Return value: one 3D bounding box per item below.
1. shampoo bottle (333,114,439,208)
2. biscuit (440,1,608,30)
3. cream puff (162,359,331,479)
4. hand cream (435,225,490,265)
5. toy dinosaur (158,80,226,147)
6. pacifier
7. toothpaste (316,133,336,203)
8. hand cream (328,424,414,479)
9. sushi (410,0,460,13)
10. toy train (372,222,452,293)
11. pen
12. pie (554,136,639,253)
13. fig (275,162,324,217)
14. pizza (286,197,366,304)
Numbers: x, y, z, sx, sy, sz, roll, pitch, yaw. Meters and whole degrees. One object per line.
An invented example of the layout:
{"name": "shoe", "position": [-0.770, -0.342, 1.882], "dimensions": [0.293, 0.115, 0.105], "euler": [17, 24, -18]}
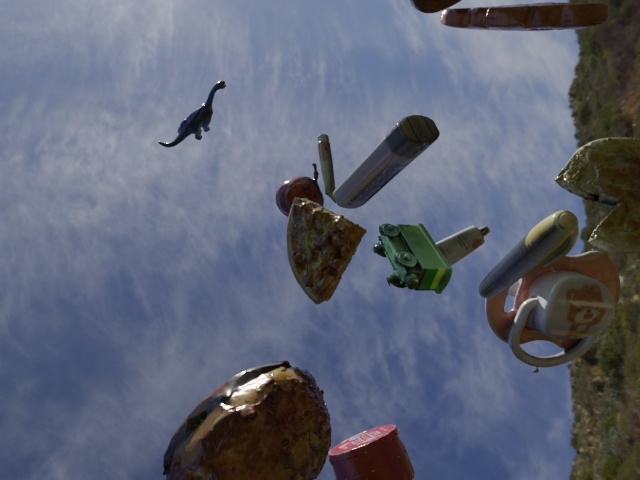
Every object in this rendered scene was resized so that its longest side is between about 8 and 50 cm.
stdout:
{"name": "shampoo bottle", "position": [0.107, -0.130, 0.736], "dimensions": [0.086, 0.227, 0.056], "euler": [-18, -103, -32]}
{"name": "biscuit", "position": [0.404, -0.433, 0.807], "dimensions": [0.306, 0.283, 0.043], "euler": [-33, -49, -42]}
{"name": "cream puff", "position": [-0.083, 0.276, 0.549], "dimensions": [0.240, 0.240, 0.164], "euler": [-12, -142, -37]}
{"name": "hand cream", "position": [0.493, 0.039, 1.591], "dimensions": [0.340, 0.078, 0.124], "euler": [-30, -99, -1]}
{"name": "toy dinosaur", "position": [-0.390, -0.377, 1.276], "dimensions": [0.247, 0.188, 0.075], "euler": [-38, -90, -17]}
{"name": "pacifier", "position": [0.507, 0.122, 0.934], "dimensions": [0.331, 0.220, 0.273], "euler": [6, -130, -13]}
{"name": "toothpaste", "position": [0.017, -0.191, 1.088], "dimensions": [0.056, 0.036, 0.205], "euler": [31, -137, -48]}
{"name": "hand cream", "position": [0.145, 0.644, 1.201], "dimensions": [0.230, 0.230, 0.150], "euler": [-6, -112, -35]}
{"name": "sushi", "position": [0.203, -0.436, 0.723], "dimensions": [0.052, 0.120, 0.055], "euler": [49, -151, -52]}
{"name": "toy train", "position": [0.303, 0.051, 1.417], "dimensions": [0.202, 0.120, 0.301], "euler": [3, -144, -16]}
{"name": "pen", "position": [0.230, 0.029, 0.479], "dimensions": [0.040, 0.233, 0.032], "euler": [32, -108, 16]}
{"name": "pie", "position": [0.741, -0.109, 0.970], "dimensions": [0.337, 0.075, 0.338], "euler": [-5, -116, 9]}
{"name": "fig", "position": [-0.042, -0.105, 1.045], "dimensions": [0.128, 0.128, 0.150], "euler": [52, -130, -5]}
{"name": "pizza", "position": [-0.001, 0.000, 0.627], "dimensions": [0.046, 0.134, 0.175], "euler": [10, -127, -55]}
